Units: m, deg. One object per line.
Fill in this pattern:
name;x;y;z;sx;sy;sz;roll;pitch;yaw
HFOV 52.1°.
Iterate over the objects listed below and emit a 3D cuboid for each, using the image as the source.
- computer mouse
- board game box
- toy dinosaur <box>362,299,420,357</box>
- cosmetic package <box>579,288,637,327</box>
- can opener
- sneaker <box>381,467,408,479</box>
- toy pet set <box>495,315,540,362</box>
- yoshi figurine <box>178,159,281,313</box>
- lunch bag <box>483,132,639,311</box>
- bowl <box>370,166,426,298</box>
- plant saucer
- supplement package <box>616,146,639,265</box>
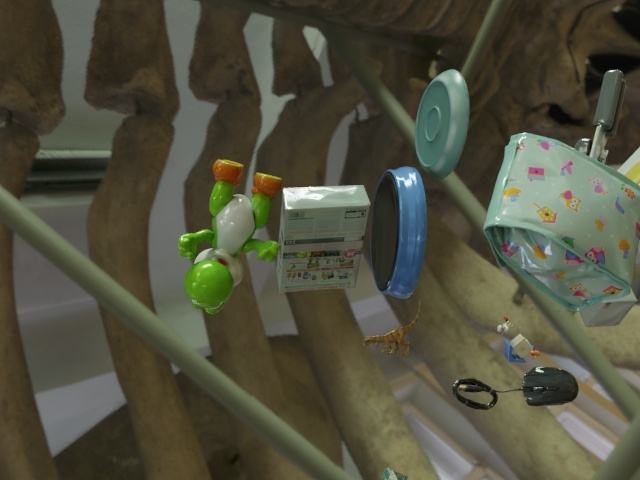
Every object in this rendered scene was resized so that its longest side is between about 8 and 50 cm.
computer mouse;0.353;0.265;1.167;0.241;0.071;0.041;-2;-10;-11
board game box;0.000;0.000;1.774;0.223;0.098;0.304;-2;-49;-12
toy dinosaur;0.222;0.266;1.839;0.211;0.064;0.112;-23;-65;-22
cosmetic package;0.733;0.100;1.750;0.107;0.238;0.127;-5;-36;-8
can opener;0.680;-0.286;1.603;0.074;0.093;0.281;37;-109;-49
sneaker;0.216;0.661;1.709;0.076;0.166;0.065;15;-70;-13
toy pet set;0.484;0.265;1.625;0.065;0.122;0.114;-43;6;10
yoshi figurine;-0.215;0.009;1.501;0.203;0.203;0.363;8;-77;-53
lunch bag;0.405;-0.040;1.126;0.224;0.262;0.160;-64;10;-28
bowl;0.221;-0.026;1.944;0.077;0.391;0.391;3;-51;-8
plant saucer;0.341;-0.336;1.904;0.043;0.318;0.318;3;-54;-14
supplement package;0.767;-0.082;1.413;0.263;0.199;0.198;-46;-60;-1
